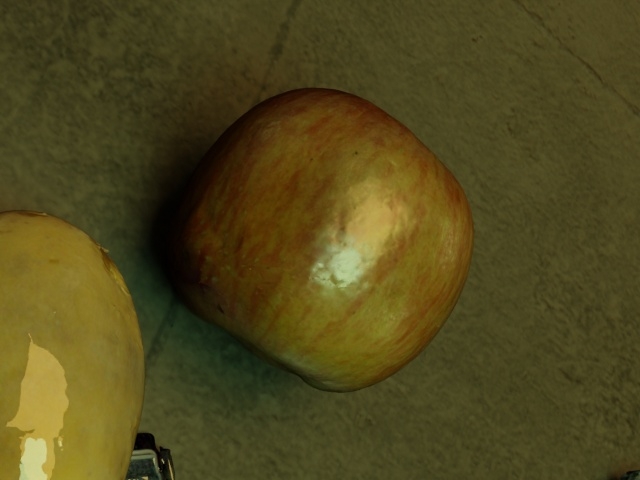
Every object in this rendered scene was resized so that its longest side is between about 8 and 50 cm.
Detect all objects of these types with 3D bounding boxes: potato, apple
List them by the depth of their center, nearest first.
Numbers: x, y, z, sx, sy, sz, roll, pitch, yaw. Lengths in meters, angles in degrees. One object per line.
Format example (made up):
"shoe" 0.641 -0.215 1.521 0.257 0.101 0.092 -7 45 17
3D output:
"potato" -0.191 0.092 1.047 0.146 0.150 0.234 60 28 -56
"apple" 0.000 0.000 1.201 0.211 0.211 0.188 39 83 -25

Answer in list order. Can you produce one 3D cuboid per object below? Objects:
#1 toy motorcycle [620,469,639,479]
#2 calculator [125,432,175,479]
"toy motorcycle" 0.242 0.281 1.399 0.229 0.094 0.129 -31 101 -55
"calculator" -0.149 0.260 1.103 0.166 0.028 0.274 2 73 -37
